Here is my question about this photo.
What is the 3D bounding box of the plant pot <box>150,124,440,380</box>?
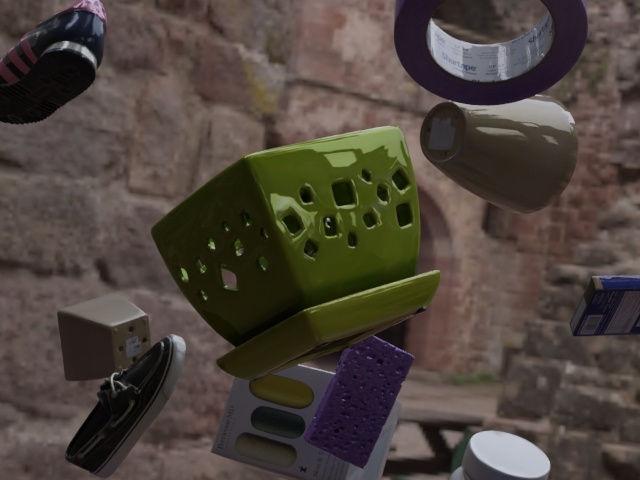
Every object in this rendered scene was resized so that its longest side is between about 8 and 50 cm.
[{"bbox_3d":[-0.017,0.021,1.331,0.227,0.207,0.228,-14,-12,-38],"label":"plant pot"}]

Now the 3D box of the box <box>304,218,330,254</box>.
[{"bbox_3d":[0.000,0.000,1.885,0.052,0.083,0.062,19,15,-1],"label":"box"}]

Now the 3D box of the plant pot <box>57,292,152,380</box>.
[{"bbox_3d":[-0.305,0.145,1.765,0.096,0.109,0.109,5,15,39],"label":"plant pot"}]

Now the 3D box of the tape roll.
[{"bbox_3d":[0.243,-0.323,1.746,0.274,0.090,0.275,3,-40,3],"label":"tape roll"}]

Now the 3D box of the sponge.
[{"bbox_3d":[0.065,0.264,2.032,0.117,0.210,0.031,27,-5,-20],"label":"sponge"}]

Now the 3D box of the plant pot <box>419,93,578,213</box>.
[{"bbox_3d":[0.340,-0.196,2.472,0.274,0.257,0.256,7,-3,-42],"label":"plant pot"}]

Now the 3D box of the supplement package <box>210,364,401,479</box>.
[{"bbox_3d":[-0.022,0.343,2.216,0.262,0.199,0.198,12,-14,23],"label":"supplement package"}]

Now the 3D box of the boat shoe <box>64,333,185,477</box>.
[{"bbox_3d":[-0.257,0.213,1.595,0.070,0.219,0.078,31,5,-30],"label":"boat shoe"}]

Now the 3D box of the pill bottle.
[{"bbox_3d":[0.341,0.589,2.492,0.204,0.361,0.204,12,21,-5],"label":"pill bottle"}]

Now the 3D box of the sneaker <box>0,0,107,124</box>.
[{"bbox_3d":[-0.424,-0.272,1.853,0.319,0.131,0.112,-14,-37,44],"label":"sneaker"}]

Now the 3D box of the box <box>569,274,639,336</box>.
[{"bbox_3d":[0.561,0.114,2.111,0.225,0.037,0.136,1,-40,-10],"label":"box"}]
